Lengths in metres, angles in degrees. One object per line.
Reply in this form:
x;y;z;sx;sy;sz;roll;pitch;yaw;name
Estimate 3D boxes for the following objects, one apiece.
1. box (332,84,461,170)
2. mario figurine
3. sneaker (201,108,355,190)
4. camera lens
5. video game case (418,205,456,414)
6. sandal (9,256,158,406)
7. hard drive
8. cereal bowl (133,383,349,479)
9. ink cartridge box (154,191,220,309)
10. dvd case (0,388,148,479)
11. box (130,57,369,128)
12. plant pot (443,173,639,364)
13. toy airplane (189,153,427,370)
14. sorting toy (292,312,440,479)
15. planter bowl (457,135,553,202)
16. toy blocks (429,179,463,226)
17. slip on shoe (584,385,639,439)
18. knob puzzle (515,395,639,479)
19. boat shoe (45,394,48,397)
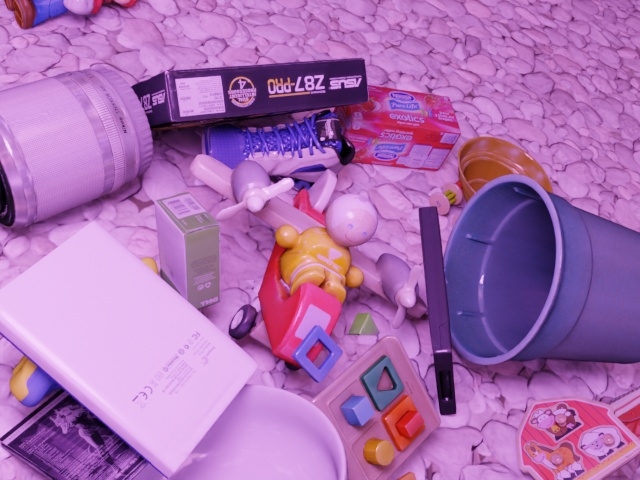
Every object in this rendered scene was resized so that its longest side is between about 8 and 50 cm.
0.160;-0.248;1.595;0.257;0.128;0.122;4;52;-18;box
-0.520;-0.579;1.563;0.320;0.170;0.198;-28;101;-27;mario figurine
-0.059;-0.187;1.380;0.315;0.182;0.127;6;63;-34;sneaker
-0.455;-0.160;1.229;0.274;0.219;0.219;-29;67;-36;camera lens
0.202;0.122;1.239;0.035;0.248;0.275;-6;54;8;video game case
-0.317;0.147;1.082;0.138;0.126;0.317;51;40;-5;sandal
-0.261;0.138;0.986;0.319;0.040;0.210;41;44;0;hard drive
-0.125;0.355;0.962;0.339;0.141;0.339;-6;33;4;cereal bowl
-0.209;0.041;1.153;0.062;0.209;0.109;-18;40;-29;ink cartridge box
-0.315;0.266;1.007;0.221;0.018;0.164;15;41;34;dvd case
-0.156;-0.278;1.389;0.395;0.318;0.097;-13;102;-30;box
0.451;0.081;1.339;0.334;0.341;0.341;12;50;-23;plant pot
0.000;0.000;1.240;0.386;0.272;0.384;-11;68;-49;toy airplane
0.092;0.269;1.097;0.196;0.047;0.347;-34;103;-30;sorting toy
0.367;-0.109;1.518;0.217;0.090;0.217;11;51;-13;planter bowl
0.325;-0.086;1.580;0.148;0.054;0.123;-32;70;-37;toy blocks
0.600;0.320;1.328;0.331;0.123;0.101;-19;70;-26;slip on shoe
0.415;0.330;1.229;0.213;0.030;0.213;-21;33;14;knob puzzle
-0.411;0.176;1.099;0.049;0.042;0.133;18;51;-10;boat shoe
